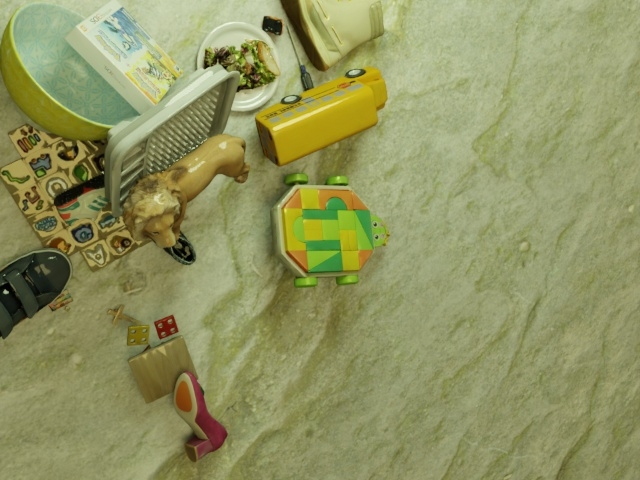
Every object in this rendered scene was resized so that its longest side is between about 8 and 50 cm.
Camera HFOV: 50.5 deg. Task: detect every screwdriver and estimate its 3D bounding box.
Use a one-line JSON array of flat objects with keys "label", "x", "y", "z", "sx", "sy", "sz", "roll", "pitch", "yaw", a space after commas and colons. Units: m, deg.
[{"label": "screwdriver", "x": -0.048, "y": -0.426, "z": 1.596, "sx": 0.024, "sy": 0.025, "sz": 0.170, "roll": -26, "pitch": 112, "yaw": -18}]

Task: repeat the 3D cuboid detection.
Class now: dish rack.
[{"label": "dish rack", "x": -0.314, "y": -0.211, "z": 1.375, "sx": 0.072, "sy": 0.285, "sz": 0.333, "roll": 44, "pitch": 62, "yaw": 5}]

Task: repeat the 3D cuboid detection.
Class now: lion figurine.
[{"label": "lion figurine", "x": -0.262, "y": -0.128, "z": 1.401, "sx": 0.142, "sy": 0.240, "sz": 0.392, "roll": 36, "pitch": 62, "yaw": 0}]

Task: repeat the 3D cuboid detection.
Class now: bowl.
[{"label": "bowl", "x": -0.505, "y": -0.298, "z": 1.320, "sx": 0.156, "sy": 0.289, "sz": 0.289, "roll": -32, "pitch": 118, "yaw": 28}]

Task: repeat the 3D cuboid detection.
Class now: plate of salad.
[{"label": "plate of salad", "x": -0.179, "y": -0.391, "z": 1.532, "sx": 0.200, "sy": 0.048, "sz": 0.200, "roll": -5, "pitch": 103, "yaw": -24}]

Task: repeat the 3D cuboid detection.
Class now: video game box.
[{"label": "video game box", "x": -0.388, "y": -0.372, "z": 1.368, "sx": 0.048, "sy": 0.187, "sz": 0.205, "roll": -31, "pitch": 115, "yaw": 30}]

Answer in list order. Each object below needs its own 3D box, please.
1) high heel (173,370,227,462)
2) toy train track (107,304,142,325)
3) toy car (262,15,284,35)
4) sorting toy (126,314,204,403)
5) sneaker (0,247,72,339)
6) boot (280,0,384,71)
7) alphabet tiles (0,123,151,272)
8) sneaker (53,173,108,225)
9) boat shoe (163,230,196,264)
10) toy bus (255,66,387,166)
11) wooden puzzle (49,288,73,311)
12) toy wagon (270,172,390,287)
[{"label": "high heel", "x": -0.276, "y": 0.402, "z": 1.616, "sx": 0.117, "sy": 0.082, "sz": 0.244, "roll": -29, "pitch": 117, "yaw": -48}, {"label": "toy train track", "x": -0.445, "y": 0.174, "z": 1.542, "sx": 0.083, "sy": 0.014, "sz": 0.048, "roll": 28, "pitch": 81, "yaw": -32}, {"label": "toy car", "x": -0.105, "y": -0.527, "z": 1.536, "sx": 0.040, "sy": 0.060, "sz": 0.122, "roll": -33, "pitch": 123, "yaw": -50}, {"label": "sorting toy", "x": -0.368, "y": 0.283, "z": 1.567, "sx": 0.132, "sy": 0.046, "sz": 0.274, "roll": -24, "pitch": 123, "yaw": -18}, {"label": "sneaker", "x": -0.649, "y": 0.132, "z": 1.374, "sx": 0.321, "sy": 0.127, "sz": 0.126, "roll": -33, "pitch": 111, "yaw": -15}, {"label": "boot", "x": 0.028, "y": -0.552, "z": 1.567, "sx": 0.203, "sy": 0.095, "sz": 0.262, "roll": -33, "pitch": 113, "yaw": -15}, {"label": "alphabet tiles", "x": -0.499, "y": -0.115, "z": 1.461, "sx": 0.285, "sy": 0.011, "sz": 0.342, "roll": -31, "pitch": 111, "yaw": -16}, {"label": "sneaker", "x": -0.480, "y": -0.086, "z": 1.447, "sx": 0.161, "sy": 0.057, "sz": 0.075, "roll": -28, "pitch": 133, "yaw": -23}, {"label": "boat shoe", "x": -0.342, "y": -0.021, "z": 1.498, "sx": 0.065, "sy": 0.083, "sz": 0.183, "roll": -47, "pitch": 115, "yaw": -10}, {"label": "toy bus", "x": 0.015, "y": -0.294, "z": 1.580, "sx": 0.333, "sy": 0.130, "sz": 0.108, "roll": -26, "pitch": 126, "yaw": -18}, {"label": "wooden puzzle", "x": -0.573, "y": 0.122, "z": 1.476, "sx": 0.049, "sy": 0.006, "sz": 0.083, "roll": -29, "pitch": 110, "yaw": -17}, {"label": "toy wagon", "x": 0.040, "y": -0.025, "z": 1.643, "sx": 0.344, "sy": 0.068, "sz": 0.267, "roll": -1, "pitch": 81, "yaw": -32}]
